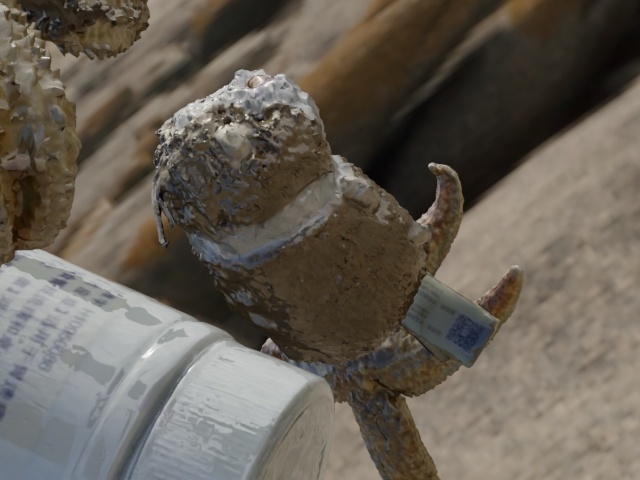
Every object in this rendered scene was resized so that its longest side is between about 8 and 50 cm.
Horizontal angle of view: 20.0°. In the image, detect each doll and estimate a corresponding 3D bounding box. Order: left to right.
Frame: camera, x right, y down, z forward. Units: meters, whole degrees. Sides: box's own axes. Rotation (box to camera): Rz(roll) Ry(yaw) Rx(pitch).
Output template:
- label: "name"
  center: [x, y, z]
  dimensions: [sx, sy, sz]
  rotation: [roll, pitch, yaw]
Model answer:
- label: "doll"
  center: [-0.003, 0.002, 0.961]
  dimensions: [0.105, 0.221, 0.115]
  rotation: [13, 67, 52]

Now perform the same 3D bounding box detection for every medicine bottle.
- label: "medicine bottle"
  center: [-0.166, 0.113, 1.133]
  dimensions: [0.190, 0.332, 0.190]
  rotation: [-55, -21, -33]

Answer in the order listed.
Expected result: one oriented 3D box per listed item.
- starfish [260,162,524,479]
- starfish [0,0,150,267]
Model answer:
- label: "starfish"
  center: [0.048, 0.085, 1.478]
  dimensions: [0.094, 0.327, 0.375]
  rotation: [-19, 9, -33]
- label: "starfish"
  center: [-0.168, -0.141, 0.654]
  dimensions: [0.113, 0.312, 0.303]
  rotation: [-24, 42, 20]
